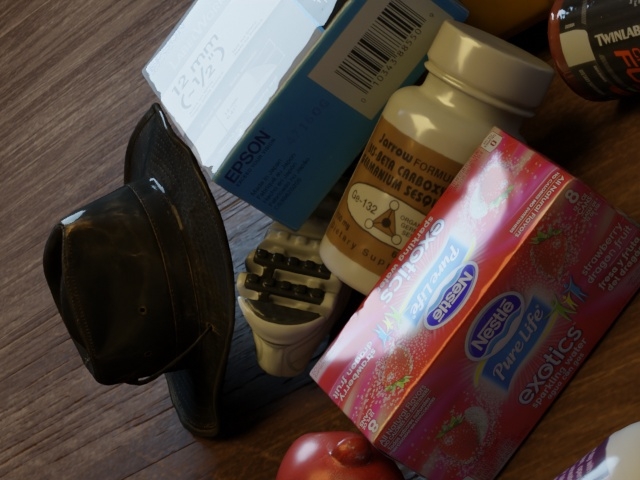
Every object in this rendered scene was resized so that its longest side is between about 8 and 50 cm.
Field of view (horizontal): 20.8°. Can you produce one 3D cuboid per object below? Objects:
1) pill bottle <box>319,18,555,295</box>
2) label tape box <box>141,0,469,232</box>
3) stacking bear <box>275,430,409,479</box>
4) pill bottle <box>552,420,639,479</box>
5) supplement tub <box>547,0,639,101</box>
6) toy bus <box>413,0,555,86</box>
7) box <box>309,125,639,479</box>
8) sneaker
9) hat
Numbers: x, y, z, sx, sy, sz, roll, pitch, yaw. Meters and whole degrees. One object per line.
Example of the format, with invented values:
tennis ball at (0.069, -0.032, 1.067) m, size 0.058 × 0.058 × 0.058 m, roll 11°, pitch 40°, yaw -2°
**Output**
pill bottle at (0.101, -0.061, 1.459) m, size 0.229 × 0.131 × 0.131 m, roll -65°, pitch 29°, yaw 14°
label tape box at (-0.042, -0.203, 1.604) m, size 0.249 × 0.115 × 0.347 m, roll -52°, pitch 37°, yaw 11°
stacking bear at (-0.052, 0.265, 1.401) m, size 0.289 × 0.175 × 0.164 m, roll -41°, pitch 31°, yaw 9°
pill bottle at (0.194, 0.218, 1.086) m, size 0.301 × 0.169 × 0.169 m, roll -42°, pitch 34°, yaw 23°
supplement tub at (0.285, -0.178, 1.392) m, size 0.198 × 0.106 × 0.106 m, roll -12°, pitch 52°, yaw 49°
toy bus at (0.131, -0.240, 1.625) m, size 0.333 × 0.108 × 0.130 m, roll -26°, pitch 26°, yaw 39°
box at (0.129, 0.057, 1.367) m, size 0.257 × 0.122 × 0.128 m, roll -53°, pitch 32°, yaw 4°
sneaker at (0.000, 0.000, 1.619) m, size 0.110 × 0.118 × 0.292 m, roll 17°, pitch 51°, yaw 14°
hat at (-0.189, 0.036, 1.648) m, size 0.331 × 0.134 × 0.331 m, roll 170°, pitch 90°, yaw -71°
